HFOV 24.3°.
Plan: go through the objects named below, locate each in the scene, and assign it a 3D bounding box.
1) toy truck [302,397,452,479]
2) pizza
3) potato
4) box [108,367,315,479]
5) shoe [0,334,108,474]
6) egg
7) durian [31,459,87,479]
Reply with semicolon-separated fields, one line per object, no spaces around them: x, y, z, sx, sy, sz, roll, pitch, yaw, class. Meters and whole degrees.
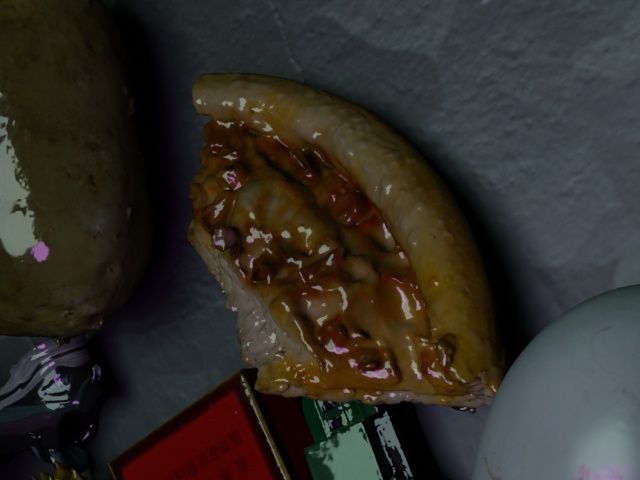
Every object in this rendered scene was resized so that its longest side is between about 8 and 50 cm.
0.041;0.153;1.026;0.079;0.065;0.147;-27;72;24;toy truck
0.000;0.000;1.024;0.182;0.074;0.365;-33;53;-2;pizza
-0.232;-0.069;1.168;0.210;0.173;0.308;-7;81;37;potato
-0.044;0.231;1.078;0.153;0.074;0.240;-35;70;24;box
-0.225;0.154;1.216;0.099;0.071;0.169;50;119;13;shoe
0.176;0.152;0.859;0.183;0.183;0.264;25;109;34;egg
-0.191;0.293;1.128;0.138;0.183;0.250;-24;61;-12;durian
